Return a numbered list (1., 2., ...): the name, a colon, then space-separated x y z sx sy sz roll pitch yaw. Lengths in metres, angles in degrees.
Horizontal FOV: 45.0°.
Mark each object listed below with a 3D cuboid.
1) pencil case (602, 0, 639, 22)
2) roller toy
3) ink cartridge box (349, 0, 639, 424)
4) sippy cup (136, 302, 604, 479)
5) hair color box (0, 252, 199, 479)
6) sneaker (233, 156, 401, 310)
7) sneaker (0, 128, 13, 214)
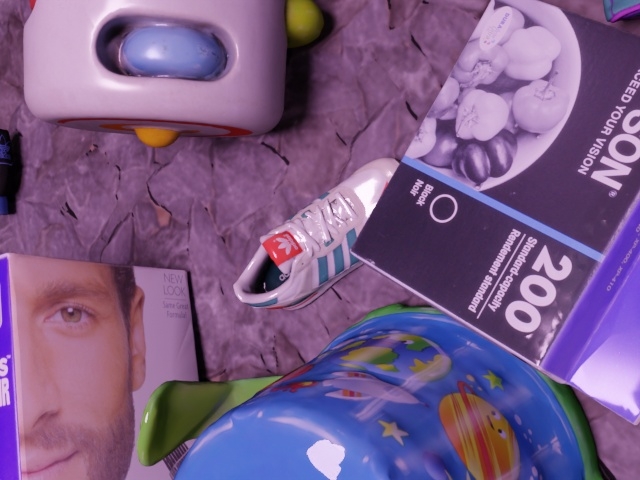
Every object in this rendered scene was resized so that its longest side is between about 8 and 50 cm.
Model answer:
1. pencil case: 0.198 -0.210 0.465 0.070 0.064 0.152 -11 85 42
2. roller toy: -0.122 -0.143 0.576 0.209 0.191 0.146 4 93 29
3. ink cartridge box: 0.150 -0.029 0.479 0.208 0.045 0.206 31 93 29
4. sippy cup: 0.033 0.164 0.473 0.305 0.224 0.240 -26 79 27
5. hair color box: -0.181 0.189 0.593 0.110 0.185 0.339 -18 74 31
6. sneaker: 0.000 0.000 0.575 0.161 0.075 0.057 -42 71 24
7. sneaker: -0.413 -0.084 0.814 0.232 0.081 0.090 9 92 23
